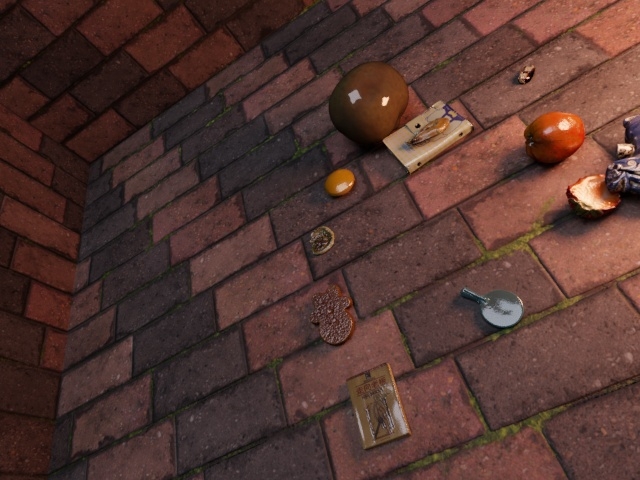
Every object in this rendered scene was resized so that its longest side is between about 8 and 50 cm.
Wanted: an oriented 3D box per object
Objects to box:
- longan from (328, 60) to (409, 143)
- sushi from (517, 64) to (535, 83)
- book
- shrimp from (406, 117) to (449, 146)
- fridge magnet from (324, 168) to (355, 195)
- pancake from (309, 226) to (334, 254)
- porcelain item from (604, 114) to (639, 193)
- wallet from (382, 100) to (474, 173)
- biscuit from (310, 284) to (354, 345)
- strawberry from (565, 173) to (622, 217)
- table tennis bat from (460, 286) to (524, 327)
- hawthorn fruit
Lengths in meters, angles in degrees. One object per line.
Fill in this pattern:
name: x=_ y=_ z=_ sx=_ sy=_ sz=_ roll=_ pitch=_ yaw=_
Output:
longan: x=0.216 y=-0.600 z=1.889 sx=0.362 sy=0.361 sz=0.360 roll=-16 pitch=54 yaw=24
sushi: x=0.827 y=-0.667 z=1.719 sx=0.046 sy=0.044 sz=0.083 roll=22 pitch=76 yaw=40
book: x=0.182 y=0.528 z=1.383 sx=0.161 sy=0.026 sz=0.230 roll=-27 pitch=50 yaw=15
shrimp: x=0.433 y=-0.437 z=1.741 sx=0.190 sy=0.042 sz=0.101 roll=-31 pitch=36 yaw=8
fridge magnet: x=0.086 y=-0.255 z=1.915 sx=0.143 sy=0.063 sz=0.142 roll=-15 pitch=56 yaw=22
pancake: x=0.006 y=-0.002 z=1.833 sx=0.116 sy=0.022 sz=0.129 roll=-27 pitch=55 yaw=16
porcelain item: x=0.974 y=-0.261 z=1.304 sx=0.187 sy=0.138 sz=0.287 roll=5 pitch=69 yaw=29
wallet: x=0.442 y=-0.432 z=1.794 sx=0.310 sy=0.077 sz=0.223 roll=-35 pitch=52 yaw=6
biscuit: x=0.046 y=0.282 z=1.617 sx=0.180 sy=0.039 sz=0.236 roll=-27 pitch=51 yaw=13
strawberry: x=0.851 y=-0.141 z=1.348 sx=0.187 sy=0.082 sz=0.147 roll=-42 pitch=69 yaw=-17
table tennis bat: x=0.538 y=0.198 z=1.364 sx=0.201 sy=0.033 sz=0.124 roll=26 pitch=75 yaw=38
hawthorn fruit: x=0.793 y=-0.354 z=1.463 sx=0.190 sy=0.189 sz=0.189 roll=-16 pitch=54 yaw=24
